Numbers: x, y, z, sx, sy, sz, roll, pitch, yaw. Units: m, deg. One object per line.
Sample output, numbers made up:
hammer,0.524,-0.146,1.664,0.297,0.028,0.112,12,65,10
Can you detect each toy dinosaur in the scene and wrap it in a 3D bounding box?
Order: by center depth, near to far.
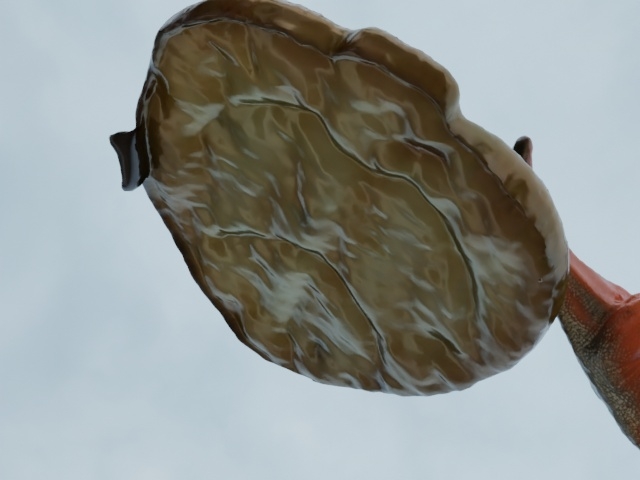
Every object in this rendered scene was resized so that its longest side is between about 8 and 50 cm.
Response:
toy dinosaur,0.163,0.071,0.509,0.279,0.101,0.055,48,-13,-1

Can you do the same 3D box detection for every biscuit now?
biscuit,0.002,-0.004,0.525,0.203,0.041,0.260,30,-31,3
